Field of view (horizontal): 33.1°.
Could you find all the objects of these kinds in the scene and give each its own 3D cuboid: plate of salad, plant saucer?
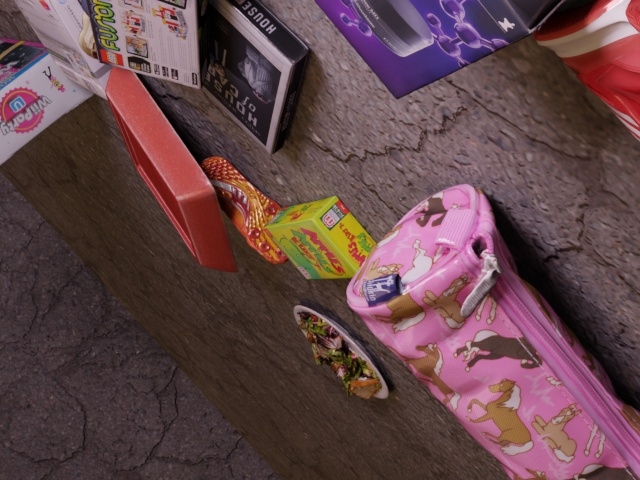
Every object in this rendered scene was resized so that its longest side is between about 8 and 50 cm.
[{"bbox_3d":[0.024,0.179,1.660,0.200,0.048,0.200,41,163,16],"label":"plate of salad"},{"bbox_3d":[-0.211,-0.092,1.490,0.259,0.048,0.258,53,167,23],"label":"plant saucer"}]

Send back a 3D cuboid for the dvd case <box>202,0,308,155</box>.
[{"bbox_3d":[-0.095,-0.197,1.119,0.179,0.029,0.238,44,162,7],"label":"dvd case"}]

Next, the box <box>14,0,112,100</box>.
[{"bbox_3d":[-0.355,-0.289,1.494,0.145,0.038,0.186,30,158,41],"label":"box"}]

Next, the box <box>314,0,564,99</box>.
[{"bbox_3d":[0.030,-0.229,0.644,0.261,0.103,0.184,49,160,-10],"label":"box"}]

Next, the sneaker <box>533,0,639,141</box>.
[{"bbox_3d":[0.218,-0.096,0.574,0.128,0.087,0.221,42,177,-19],"label":"sneaker"}]

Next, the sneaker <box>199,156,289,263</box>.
[{"bbox_3d":[-0.094,-0.041,1.433,0.175,0.064,0.067,52,172,11],"label":"sneaker"}]

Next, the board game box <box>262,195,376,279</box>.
[{"bbox_3d":[0.000,0.000,1.318,0.092,0.043,0.181,50,162,-12],"label":"board game box"}]

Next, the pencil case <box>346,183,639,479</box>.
[{"bbox_3d":[0.193,0.135,0.997,0.386,0.160,0.167,50,-163,-14],"label":"pencil case"}]

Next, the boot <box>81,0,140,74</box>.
[{"bbox_3d":[-0.227,-0.265,1.182,0.106,0.082,0.219,41,164,6],"label":"boot"}]

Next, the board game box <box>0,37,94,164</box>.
[{"bbox_3d":[-0.525,-0.222,1.728,0.303,0.224,0.097,20,147,53],"label":"board game box"}]

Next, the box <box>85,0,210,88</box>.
[{"bbox_3d":[-0.165,-0.223,1.030,0.114,0.036,0.207,15,158,1],"label":"box"}]

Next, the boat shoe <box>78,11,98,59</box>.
[{"bbox_3d":[-0.273,-0.257,1.356,0.045,0.050,0.135,50,163,6],"label":"boat shoe"}]
